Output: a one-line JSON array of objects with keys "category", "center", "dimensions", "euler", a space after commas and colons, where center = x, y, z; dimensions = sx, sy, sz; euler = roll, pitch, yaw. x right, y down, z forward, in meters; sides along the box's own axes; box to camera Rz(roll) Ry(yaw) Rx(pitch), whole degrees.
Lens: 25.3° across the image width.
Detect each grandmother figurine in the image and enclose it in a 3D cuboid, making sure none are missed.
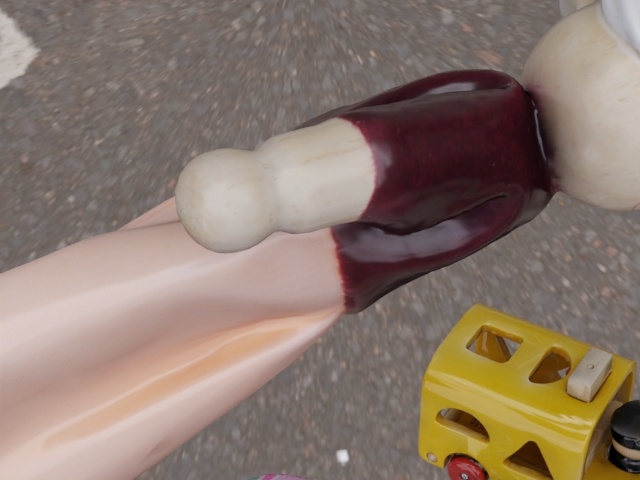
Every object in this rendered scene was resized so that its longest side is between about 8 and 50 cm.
[{"category": "grandmother figurine", "center": [0.000, 0.000, 0.466], "dimensions": [0.342, 0.208, 0.104], "euler": [-25, 95, -2]}]

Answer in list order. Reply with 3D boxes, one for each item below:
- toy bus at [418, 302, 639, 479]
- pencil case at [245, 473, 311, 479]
[{"category": "toy bus", "center": [0.163, 0.116, 0.915], "dimensions": [0.202, 0.191, 0.104], "euler": [-10, 129, -11]}, {"category": "pencil case", "center": [-0.035, 0.203, 0.574], "dimensions": [0.124, 0.284, 0.124], "euler": [3, 110, 8]}]
